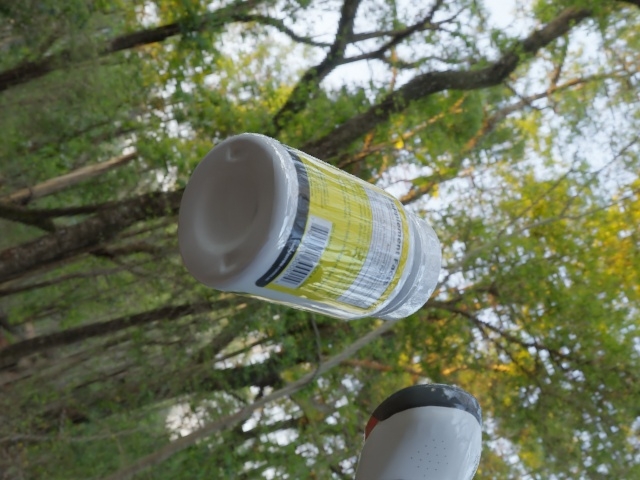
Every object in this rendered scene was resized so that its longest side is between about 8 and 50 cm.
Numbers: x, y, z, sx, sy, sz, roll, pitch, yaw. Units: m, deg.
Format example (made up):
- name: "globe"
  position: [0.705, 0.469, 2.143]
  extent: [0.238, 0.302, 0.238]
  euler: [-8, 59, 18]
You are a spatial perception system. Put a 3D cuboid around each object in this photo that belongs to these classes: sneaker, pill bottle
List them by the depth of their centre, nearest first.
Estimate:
- name: "sneaker"
  position: [0.058, 0.236, 0.588]
  extent: [0.145, 0.090, 0.270]
  euler: [-88, -167, -48]
- name: "pill bottle"
  position: [0.000, 0.000, 0.647]
  extent: [0.119, 0.208, 0.119]
  euler: [-15, -113, 38]
